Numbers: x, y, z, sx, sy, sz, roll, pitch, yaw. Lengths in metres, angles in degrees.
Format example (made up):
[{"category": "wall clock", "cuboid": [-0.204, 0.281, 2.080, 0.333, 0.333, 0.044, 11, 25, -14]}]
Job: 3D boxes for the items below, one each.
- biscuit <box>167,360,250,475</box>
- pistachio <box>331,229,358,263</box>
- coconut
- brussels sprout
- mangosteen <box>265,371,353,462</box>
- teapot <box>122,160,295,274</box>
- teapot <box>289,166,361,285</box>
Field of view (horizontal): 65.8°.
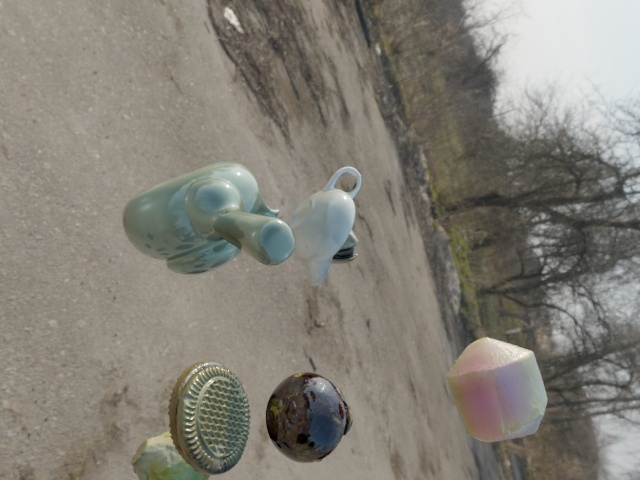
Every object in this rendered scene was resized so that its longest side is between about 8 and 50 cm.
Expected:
[{"category": "biscuit", "cuboid": [-0.252, 0.410, 1.156, 0.259, 0.079, 0.259, 43, 39, -49]}, {"category": "pistachio", "cuboid": [0.000, 0.000, 1.451, 0.153, 0.238, 0.137, -52, 145, -49]}, {"category": "coconut", "cuboid": [0.456, 0.376, 1.290, 0.233, 0.233, 0.245, 23, 51, -66]}, {"category": "brussels sprout", "cuboid": [-0.539, 0.840, 1.874, 0.242, 0.274, 0.316, -109, 173, -60]}, {"category": "mangosteen", "cuboid": [-0.015, 0.399, 1.124, 0.217, 0.192, 0.192, 23, 52, -47]}, {"category": "teapot", "cuboid": [-0.167, -0.023, 0.692, 0.318, 0.220, 0.149, -130, -163, -77]}, {"category": "teapot", "cuboid": [0.005, -0.036, 0.889, 0.092, 0.145, 0.226, 31, 83, -28]}]
